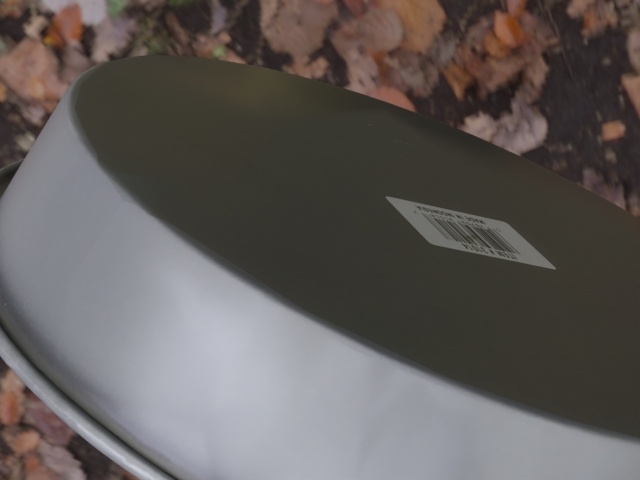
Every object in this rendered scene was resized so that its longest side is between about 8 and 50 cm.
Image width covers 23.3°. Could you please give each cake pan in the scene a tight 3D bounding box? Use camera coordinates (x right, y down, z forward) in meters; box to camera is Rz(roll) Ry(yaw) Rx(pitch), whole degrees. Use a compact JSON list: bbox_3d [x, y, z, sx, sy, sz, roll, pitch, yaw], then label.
[{"bbox_3d":[0.034,0.018,0.492,0.293,0.293,0.054,31,110,22],"label":"cake pan"}]
